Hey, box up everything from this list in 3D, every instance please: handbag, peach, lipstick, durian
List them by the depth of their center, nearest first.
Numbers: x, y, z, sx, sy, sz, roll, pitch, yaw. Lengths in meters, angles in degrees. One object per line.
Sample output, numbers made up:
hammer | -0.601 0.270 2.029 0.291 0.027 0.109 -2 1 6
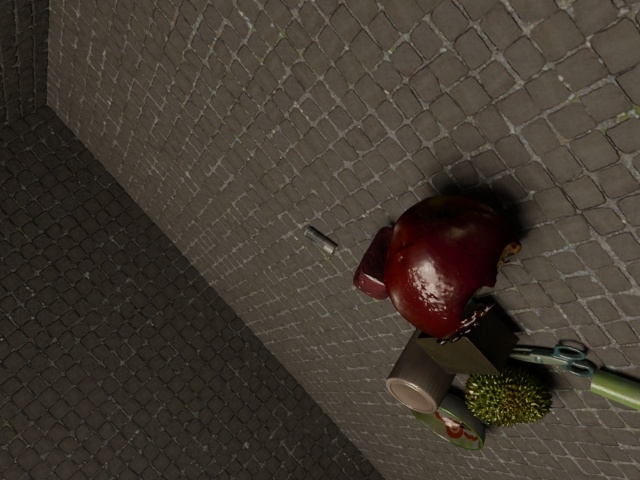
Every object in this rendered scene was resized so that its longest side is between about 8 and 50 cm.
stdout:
peach | 0.350 0.082 1.480 0.353 0.339 0.416 13 133 44
lipstick | 0.904 0.439 1.484 0.304 0.076 0.076 18 141 39
handbag | 0.207 0.074 1.758 0.146 0.225 0.135 27 152 6
durian | 0.596 0.504 1.788 0.291 0.224 0.291 33 167 9
lipstick | 0.000 0.000 2.114 0.141 0.040 0.040 35 149 17

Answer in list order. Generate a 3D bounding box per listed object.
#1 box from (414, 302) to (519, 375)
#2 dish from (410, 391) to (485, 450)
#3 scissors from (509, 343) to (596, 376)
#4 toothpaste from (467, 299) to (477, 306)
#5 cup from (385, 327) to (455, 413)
box | 0.464 0.321 1.757 0.184 0.143 0.273 45 154 -10
dish | 0.539 0.712 2.242 0.324 0.124 0.324 29 152 17
scissors | 0.691 0.359 1.685 0.289 0.041 0.138 -4 132 52
toothpaste | 0.541 0.271 1.776 0.205 0.036 0.056 48 148 -10
cup | 0.371 0.465 1.988 0.208 0.273 0.288 41 149 -4
